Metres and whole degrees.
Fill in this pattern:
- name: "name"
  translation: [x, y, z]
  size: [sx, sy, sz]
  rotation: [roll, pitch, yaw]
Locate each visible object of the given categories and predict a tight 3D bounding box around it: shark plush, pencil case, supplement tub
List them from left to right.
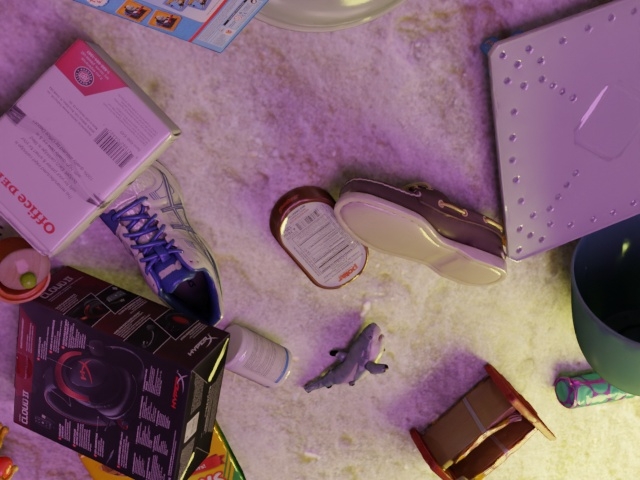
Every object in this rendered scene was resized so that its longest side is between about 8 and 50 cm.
- name: "supplement tub"
  translation: [-0.102, 0.180, 1.513]
  size: [0.107, 0.071, 0.071]
  rotation: [32, 104, -36]
- name: "shark plush"
  translation: [0.042, 0.198, 1.619]
  size: [0.161, 0.073, 0.067]
  rotation: [-31, 110, 23]
- name: "pencil case"
  translation: [0.520, 0.276, 1.850]
  size: [0.152, 0.064, 0.070]
  rotation: [-6, 139, -20]

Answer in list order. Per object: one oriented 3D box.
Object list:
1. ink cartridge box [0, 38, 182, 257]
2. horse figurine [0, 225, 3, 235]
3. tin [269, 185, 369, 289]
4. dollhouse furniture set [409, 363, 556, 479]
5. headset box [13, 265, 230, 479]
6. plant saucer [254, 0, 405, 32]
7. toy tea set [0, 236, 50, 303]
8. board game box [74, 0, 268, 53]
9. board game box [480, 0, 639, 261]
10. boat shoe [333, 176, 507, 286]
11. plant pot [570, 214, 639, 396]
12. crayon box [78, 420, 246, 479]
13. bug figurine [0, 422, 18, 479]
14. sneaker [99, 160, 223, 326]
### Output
- name: "ink cartridge box"
  translation: [-0.301, -0.110, 1.187]
  size: [0.218, 0.092, 0.158]
  rotation: [-43, 95, 6]
- name: "horse figurine"
  translation: [-0.536, -0.048, 1.177]
  size: [0.263, 0.066, 0.174]
  rotation: [-20, 131, -20]
- name: "tin"
  translation: [0.000, 0.000, 1.465]
  size: [0.106, 0.040, 0.189]
  rotation: [-35, 128, 6]
- name: "dollhouse furniture set"
  translation: [0.322, 0.409, 1.659]
  size: [0.201, 0.374, 0.152]
  rotation: [-41, 123, 8]
- name: "headset box"
  translation: [-0.287, 0.182, 1.332]
  size: [0.293, 0.110, 0.218]
  rotation: [20, 119, 16]
- name: "plant saucer"
  translation: [0.028, -0.426, 1.160]
  size: [0.400, 0.100, 0.400]
  rotation: [-11, 125, -16]
- name: "toy tea set"
  translation: [-0.490, 0.092, 1.186]
  size: [0.336, 0.124, 0.200]
  rotation: [-33, 138, -3]
- name: "board game box"
  translation: [-0.171, -0.303, 1.139]
  size: [0.211, 0.039, 0.160]
  rotation: [14, 150, -31]
- name: "board game box"
  translation: [0.440, -0.192, 1.521]
  size: [0.390, 0.050, 0.390]
  rotation: [-21, 126, -10]
- name: "boat shoe"
  translation: [0.155, -0.027, 1.476]
  size: [0.324, 0.096, 0.116]
  rotation: [23, 149, -30]
- name: "plant pot"
  translation: [0.557, 0.127, 1.641]
  size: [0.293, 0.293, 0.235]
  rotation: [-21, 141, -10]
- name: "crayon box"
  translation: [-0.252, 0.338, 1.544]
  size: [0.202, 0.081, 0.318]
  rotation: [-25, 127, -6]
- name: "bug figurine"
  translation: [-0.586, 0.364, 1.421]
  size: [0.279, 0.072, 0.216]
  rotation: [-46, 127, 10]
- name: "sneaker"
  translation: [-0.210, -0.001, 1.313]
  size: [0.112, 0.131, 0.296]
  rotation: [-34, 127, 2]
